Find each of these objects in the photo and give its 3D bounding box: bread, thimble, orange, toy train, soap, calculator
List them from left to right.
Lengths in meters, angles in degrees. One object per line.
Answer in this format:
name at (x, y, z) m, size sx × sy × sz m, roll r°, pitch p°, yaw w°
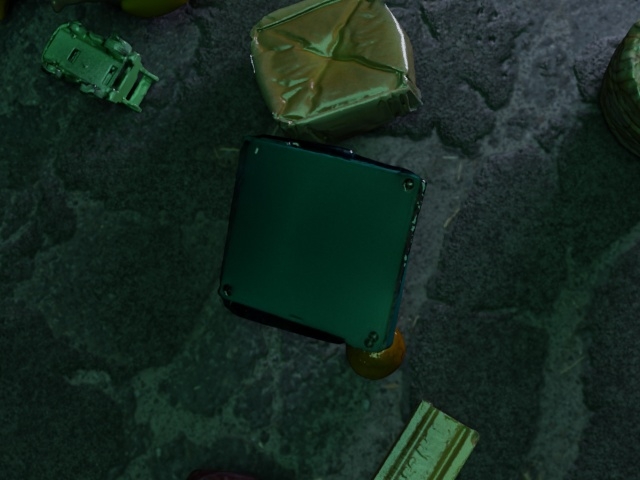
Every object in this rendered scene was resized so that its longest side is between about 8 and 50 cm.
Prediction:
toy train at (-0.320, -0.249, 1.196) m, size 0.149 × 0.081 × 0.099 m, roll 26°, pitch 85°, yaw 13°
calculator at (0.000, 0.000, 1.087) m, size 0.274 × 0.058 × 0.248 m, roll 13°, pitch 98°, yaw 26°
bread at (0.019, -0.237, 1.148) m, size 0.210 × 0.110 × 0.192 m, roll -21°, pitch 75°, yaw 1°
orange at (0.073, 0.144, 1.111) m, size 0.083 × 0.070 × 0.083 m, roll -4°, pitch 67°, yaw 9°
soap at (0.107, 0.338, 1.099) m, size 0.092 × 0.037 × 0.252 m, roll 33°, pitch 85°, yaw 7°
thimble at (0.449, -0.189, 1.089) m, size 0.138 × 0.143 × 0.190 m, roll -10°, pitch 82°, yaw 3°

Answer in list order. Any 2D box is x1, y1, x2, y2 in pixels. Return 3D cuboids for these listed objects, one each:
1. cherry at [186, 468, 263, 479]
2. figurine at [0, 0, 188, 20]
cherry at (-0.099, 0.411, 1.025) m, size 0.230 × 0.203 × 0.300 m, roll -45°, pitch 60°, yaw 12°
figurine at (-0.325, -0.411, 1.169) m, size 0.344 × 0.215 × 0.187 m, roll -5°, pitch 37°, yaw 15°
